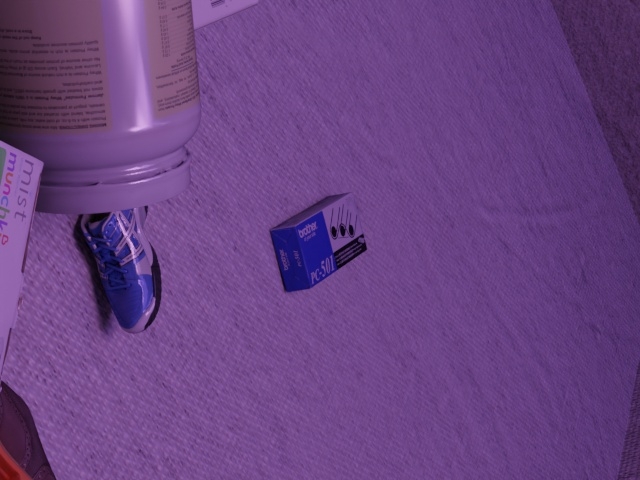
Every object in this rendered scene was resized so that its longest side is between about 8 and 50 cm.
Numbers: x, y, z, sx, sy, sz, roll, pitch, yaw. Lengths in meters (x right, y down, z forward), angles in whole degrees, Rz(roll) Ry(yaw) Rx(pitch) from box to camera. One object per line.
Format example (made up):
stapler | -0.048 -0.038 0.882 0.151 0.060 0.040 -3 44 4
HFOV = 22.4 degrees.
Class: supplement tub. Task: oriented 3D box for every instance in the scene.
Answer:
supplement tub | -0.252 -0.210 1.741 0.235 0.235 0.324 -35 125 -59

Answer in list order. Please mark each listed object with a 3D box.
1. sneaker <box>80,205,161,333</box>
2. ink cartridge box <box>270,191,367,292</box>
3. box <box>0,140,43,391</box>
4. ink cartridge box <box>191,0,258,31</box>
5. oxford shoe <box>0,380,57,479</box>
sneaker | -0.248 0.009 1.932 0.081 0.080 0.211 2 72 -56
ink cartridge box | 0.000 0.000 2.422 0.207 0.046 0.097 -31 110 -60
box | -0.390 0.035 1.434 0.127 0.231 0.262 28 69 -60
ink cartridge box | -0.221 -0.348 1.979 0.283 0.117 0.207 -33 113 -51
oxford shoe | -0.371 0.177 1.636 0.132 0.130 0.363 -95 165 -60
